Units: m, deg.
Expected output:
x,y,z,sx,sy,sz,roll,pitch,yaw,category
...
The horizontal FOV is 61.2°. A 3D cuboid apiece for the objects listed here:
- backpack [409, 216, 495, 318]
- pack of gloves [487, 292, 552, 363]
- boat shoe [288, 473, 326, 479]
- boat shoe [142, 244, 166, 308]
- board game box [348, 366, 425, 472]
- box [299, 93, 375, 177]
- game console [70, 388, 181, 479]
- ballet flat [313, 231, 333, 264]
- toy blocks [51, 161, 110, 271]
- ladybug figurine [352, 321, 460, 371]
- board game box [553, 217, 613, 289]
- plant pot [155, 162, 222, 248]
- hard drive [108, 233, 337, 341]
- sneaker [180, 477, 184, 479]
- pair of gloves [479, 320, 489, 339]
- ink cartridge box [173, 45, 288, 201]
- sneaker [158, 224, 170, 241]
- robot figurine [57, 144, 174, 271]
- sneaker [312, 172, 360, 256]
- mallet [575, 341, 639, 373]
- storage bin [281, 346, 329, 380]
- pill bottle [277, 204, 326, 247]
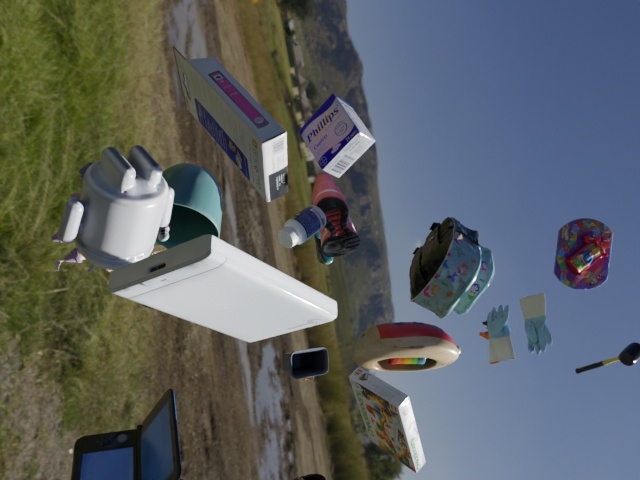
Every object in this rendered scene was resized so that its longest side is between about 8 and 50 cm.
x,y,z,sx,sy,sz,roll,pitch,yaw,category
0.338,0.082,1.424,0.225,0.191,0.253,-58,178,25,backpack
0.639,0.290,1.736,0.046,0.195,0.232,52,34,-32,pack of gloves
-0.069,0.607,1.292,0.257,0.095,0.095,21,97,-60,boat shoe
-0.471,0.099,1.506,0.064,0.060,0.177,16,76,-47,boat shoe
0.199,0.529,1.594,0.193,0.053,0.305,21,-42,46,board game box
0.036,-0.241,1.248,0.072,0.126,0.137,16,37,-50,box
-0.476,0.528,1.311,0.293,0.250,0.173,-122,-145,-56,game console
0.000,0.000,2.026,0.070,0.070,0.188,77,5,-80,ballet flat
-0.811,-0.064,1.878,0.309,0.260,0.288,105,-35,-60,toy blocks
0.357,0.440,2.257,0.305,0.450,0.161,101,-11,-59,ladybug figurine
0.614,0.033,1.246,0.033,0.133,0.168,-144,-120,-85,board game box
-0.487,-0.135,1.948,0.293,0.293,0.235,79,15,-54,plant pot
-0.160,0.103,0.980,0.353,0.233,0.047,34,45,-49,hard drive
-0.567,0.823,1.861,0.267,0.106,0.101,42,50,-50,sneaker
0.682,0.363,2.175,0.010,0.074,0.083,-36,137,-60,pair of gloves
-0.196,-0.263,1.170,0.371,0.069,0.175,46,-25,27,ink cartridge box
-0.561,-0.047,1.915,0.098,0.038,0.069,-102,-177,-54,sneaker
-0.508,-0.067,1.376,0.200,0.300,0.353,47,-53,29,robot figurine
0.042,-0.071,1.547,0.313,0.116,0.136,77,2,-55,sneaker
0.709,0.307,1.347,0.039,0.062,0.189,59,-41,12,mallet
-0.054,0.387,1.702,0.091,0.135,0.098,-9,-96,58,storage bin
-0.047,-0.032,1.316,0.120,0.067,0.067,-38,130,-38,pill bottle
